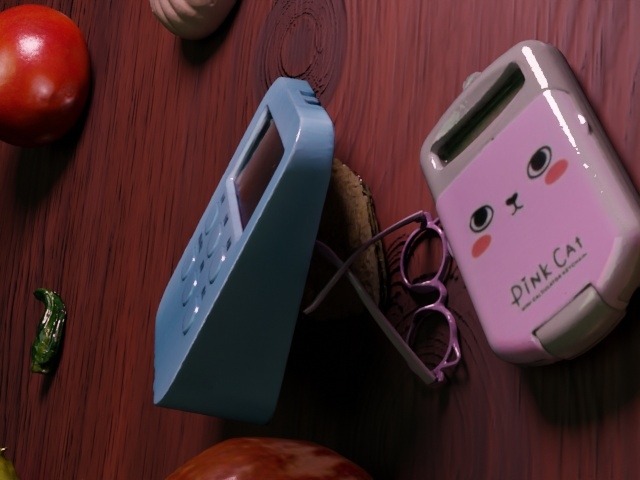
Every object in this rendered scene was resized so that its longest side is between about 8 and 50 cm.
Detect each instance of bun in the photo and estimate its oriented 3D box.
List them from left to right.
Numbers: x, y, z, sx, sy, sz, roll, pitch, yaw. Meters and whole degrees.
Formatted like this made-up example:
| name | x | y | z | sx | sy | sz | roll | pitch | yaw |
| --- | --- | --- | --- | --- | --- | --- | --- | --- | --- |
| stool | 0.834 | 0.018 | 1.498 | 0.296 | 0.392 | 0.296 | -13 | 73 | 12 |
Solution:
| name | x | y | z | sx | sy | sz | roll | pitch | yaw |
| --- | --- | --- | --- | --- | --- | --- | --- | --- | --- |
| bun | -0.148 | -0.295 | 1.232 | 0.138 | 0.094 | 0.138 | -25 | 56 | 44 |

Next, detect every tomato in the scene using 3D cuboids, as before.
| name | x | y | z | sx | sy | sz | roll | pitch | yaw |
| --- | --- | --- | --- | --- | --- | --- | --- | --- | --- |
| tomato | -0.388 | -0.219 | 1.491 | 0.195 | 0.136 | 0.195 | -24 | 58 | 47 |

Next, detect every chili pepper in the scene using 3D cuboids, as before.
| name | x | y | z | sx | sy | sz | roll | pitch | yaw |
| --- | --- | --- | --- | --- | --- | --- | --- | --- | --- |
| chili pepper | -0.336 | 0.106 | 1.384 | 0.055 | 0.035 | 0.118 | -22 | 63 | 29 |

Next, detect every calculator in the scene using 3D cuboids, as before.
| name | x | y | z | sx | sy | sz | roll | pitch | yaw |
| --- | --- | --- | --- | --- | --- | --- | --- | --- | --- |
| calculator | 0.142 | -0.030 | 0.774 | 0.141 | 0.045 | 0.246 | -46 | 43 | 34 |

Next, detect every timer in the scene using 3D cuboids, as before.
| name | x | y | z | sx | sy | sz | roll | pitch | yaw |
| --- | --- | --- | --- | --- | --- | --- | --- | --- | --- |
| timer | -0.062 | -0.004 | 0.917 | 0.232 | 0.091 | 0.250 | -111 | 37 | -71 |

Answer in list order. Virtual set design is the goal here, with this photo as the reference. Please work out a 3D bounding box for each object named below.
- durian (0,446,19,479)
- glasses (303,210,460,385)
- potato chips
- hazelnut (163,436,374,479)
| name | x | y | z | sx | sy | sz | roll | pitch | yaw |
| --- | --- | --- | --- | --- | --- | --- | --- | --- | --- |
| durian | -0.436 | 0.401 | 1.268 | 0.256 | 0.204 | 0.339 | 29 | 100 | 66 |
| glasses | 0.045 | 0.032 | 0.831 | 0.062 | 0.104 | 0.140 | -31 | 50 | 47 |
| potato chips | 0.000 | 0.000 | 0.976 | 0.209 | 0.026 | 0.142 | 29 | 98 | 52 |
| hazelnut | -0.031 | 0.249 | 0.796 | 0.234 | 0.218 | 0.218 | 28 | 100 | 35 |
